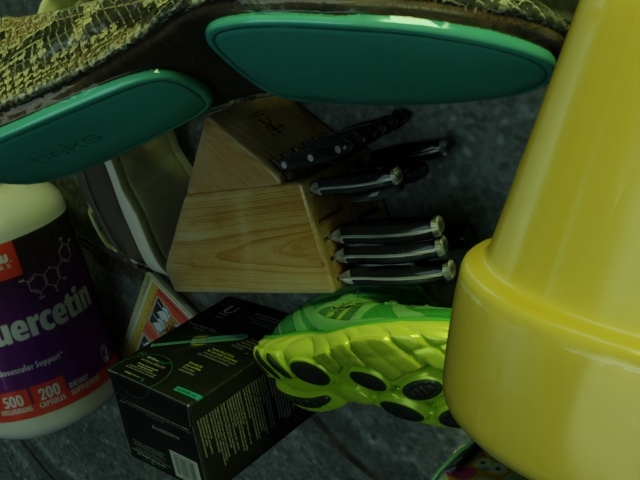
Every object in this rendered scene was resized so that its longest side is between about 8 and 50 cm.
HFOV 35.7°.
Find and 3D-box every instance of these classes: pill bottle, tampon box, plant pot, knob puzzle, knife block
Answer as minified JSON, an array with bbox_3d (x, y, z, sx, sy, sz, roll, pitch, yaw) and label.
[{"bbox_3d":[-0.357,0.053,1.142,0.182,0.181,0.322,4,116,43],"label":"pill bottle"},{"bbox_3d":[-0.096,0.143,0.955,0.120,0.161,0.101,14,123,40],"label":"tampon box"},{"bbox_3d":[0.205,-0.010,0.523,0.254,0.254,0.238,19,110,37],"label":"plant pot"},{"bbox_3d":[-0.154,0.152,1.117,0.213,0.030,0.213,23,128,33],"label":"knob puzzle"},{"bbox_3d":[0.000,0.000,0.829,0.242,0.088,0.275,42,136,19],"label":"knife block"}]

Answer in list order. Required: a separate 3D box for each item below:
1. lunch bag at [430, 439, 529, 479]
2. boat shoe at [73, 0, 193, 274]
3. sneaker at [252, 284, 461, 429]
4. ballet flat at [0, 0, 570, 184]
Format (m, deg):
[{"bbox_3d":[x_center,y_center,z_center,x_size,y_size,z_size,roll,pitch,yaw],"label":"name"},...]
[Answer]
[{"bbox_3d":[0.214,0.172,0.627,0.279,0.224,0.107,2,110,40],"label":"lunch bag"},{"bbox_3d":[-0.195,-0.117,0.935,0.097,0.116,0.324,9,125,38],"label":"boat shoe"},{"bbox_3d":[0.053,0.070,0.782,0.109,0.123,0.296,48,152,-23],"label":"sneaker"},{"bbox_3d":[-0.072,-0.165,0.712,0.483,0.164,0.182,-8,73,24],"label":"ballet flat"}]
